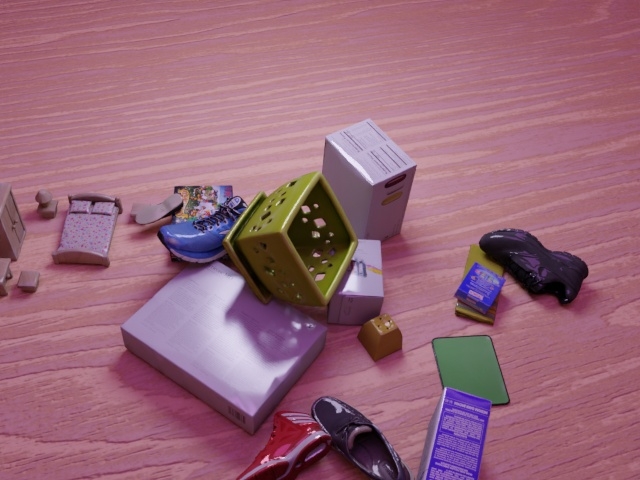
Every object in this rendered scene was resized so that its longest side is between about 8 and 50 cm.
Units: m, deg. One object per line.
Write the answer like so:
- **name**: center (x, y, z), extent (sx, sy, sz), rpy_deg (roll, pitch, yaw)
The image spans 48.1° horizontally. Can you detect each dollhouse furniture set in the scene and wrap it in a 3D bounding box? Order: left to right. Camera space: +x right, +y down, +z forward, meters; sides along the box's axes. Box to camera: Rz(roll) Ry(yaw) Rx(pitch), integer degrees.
- **dollhouse furniture set**: center (-0.626, -0.025, 1.770), extent (0.356, 0.173, 0.303), rpy_deg (2, 50, -3)

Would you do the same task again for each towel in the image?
- **towel**: center (0.415, 0.111, 1.852), extent (0.102, 0.021, 0.237), rpy_deg (20, 50, 4)

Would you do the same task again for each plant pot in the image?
- **plant pot**: center (-0.075, 0.005, 1.636), extent (0.207, 0.228, 0.227), rpy_deg (-8, 36, 34)
- **plant pot**: center (0.145, 0.219, 1.693), extent (0.081, 0.083, 0.081), rpy_deg (-22, 56, -22)

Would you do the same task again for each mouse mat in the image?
- **mouse mat**: center (0.351, 0.305, 1.689), extent (0.153, 0.007, 0.189), rpy_deg (-2, 49, -7)

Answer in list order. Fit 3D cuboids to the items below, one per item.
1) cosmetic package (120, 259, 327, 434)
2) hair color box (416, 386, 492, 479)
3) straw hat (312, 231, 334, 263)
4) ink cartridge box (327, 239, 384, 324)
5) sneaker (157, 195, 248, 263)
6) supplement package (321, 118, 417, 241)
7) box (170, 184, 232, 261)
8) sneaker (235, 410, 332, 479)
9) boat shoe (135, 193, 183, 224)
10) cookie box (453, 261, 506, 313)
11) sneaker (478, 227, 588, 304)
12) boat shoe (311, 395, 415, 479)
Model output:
- **cosmetic package**: center (-0.217, 0.222, 1.647), extent (0.377, 0.097, 0.284), rpy_deg (30, 54, 19)
- **hair color box**: center (0.243, 0.485, 1.411), extent (0.110, 0.185, 0.338), rpy_deg (17, 51, 9)
- **straw hat**: center (0.000, 0.000, 1.878), extent (0.145, 0.061, 0.144), rpy_deg (2, 50, -3)
- **ink cartridge box**: center (0.082, 0.102, 1.756), extent (0.127, 0.128, 0.176), rpy_deg (4, 51, -2)
- **sneaker**: center (-0.241, -0.043, 1.749), extent (0.330, 0.147, 0.130), rpy_deg (-11, 40, -36)
- **supplement package**: center (0.115, -0.140, 1.874), extent (0.145, 0.261, 0.204), rpy_deg (-26, 57, -24)
- **box**: center (-0.311, -0.048, 1.901), extent (0.159, 0.044, 0.233), rpy_deg (-1, 50, -6)
- **sneaker**: center (-0.095, 0.443, 1.506), extent (0.221, 0.087, 0.128), rpy_deg (-25, 35, -17)
- **boat shoe**: center (-0.417, -0.075, 1.870), extent (0.133, 0.042, 0.049), rpy_deg (-30, 72, -11)
- **cookie box**: center (0.400, 0.119, 1.800), extent (0.092, 0.040, 0.107), rpy_deg (31, 51, 14)
- **sneaker**: center (0.539, 0.065, 1.841), extent (0.286, 0.109, 0.130), rpy_deg (23, 60, 11)
- **boat shoe**: center (0.082, 0.415, 1.497), extent (0.103, 0.092, 0.285), rpy_deg (-37, 53, -15)
